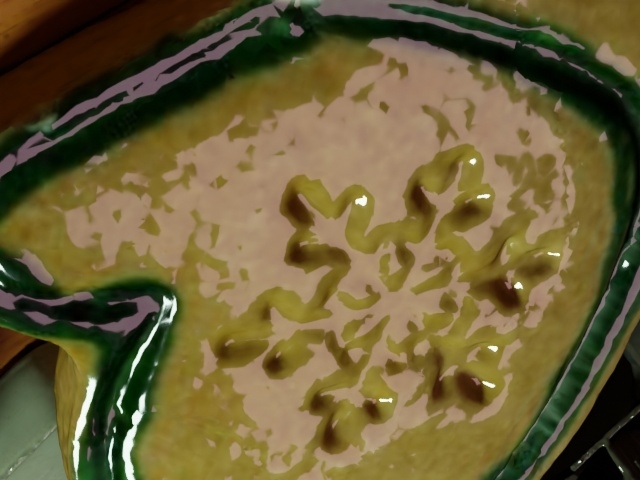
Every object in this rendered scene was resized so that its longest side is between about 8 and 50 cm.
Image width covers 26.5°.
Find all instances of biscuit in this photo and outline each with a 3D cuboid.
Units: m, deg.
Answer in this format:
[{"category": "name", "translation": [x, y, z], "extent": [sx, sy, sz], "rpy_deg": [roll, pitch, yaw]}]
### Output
[{"category": "biscuit", "translation": [0.001, 0.001, 0.503], "extent": [0.287, 0.057, 0.343], "rpy_deg": [14, 111, -26]}]

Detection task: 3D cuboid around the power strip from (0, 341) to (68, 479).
[{"category": "power strip", "translation": [-0.176, 0.145, 0.619], "extent": [0.286, 0.048, 0.080], "rpy_deg": [-45, 150, 13]}]

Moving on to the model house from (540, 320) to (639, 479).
[{"category": "model house", "translation": [0.116, 0.094, 0.725], "extent": [0.211, 0.204, 0.243], "rpy_deg": [-42, 165, 12]}]
